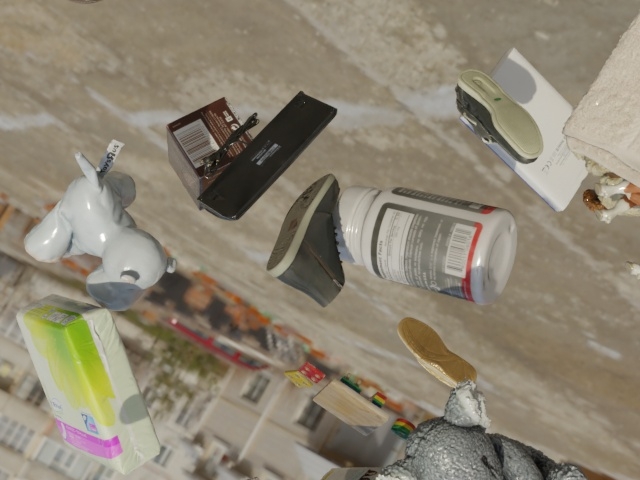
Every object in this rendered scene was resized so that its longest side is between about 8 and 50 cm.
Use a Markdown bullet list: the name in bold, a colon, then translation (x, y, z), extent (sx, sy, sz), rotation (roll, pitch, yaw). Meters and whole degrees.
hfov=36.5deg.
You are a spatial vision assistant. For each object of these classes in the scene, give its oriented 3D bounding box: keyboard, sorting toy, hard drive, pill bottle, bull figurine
- **keyboard**: translation (-0.125, -0.177, 1.943), extent (0.201, 0.317, 0.033), rotation (32, 163, 41)
- **sorting toy**: translation (0.060, 0.315, 1.935), extent (0.274, 0.046, 0.132), rotation (34, 150, -1)
- **hard drive**: translation (0.481, -0.247, 2.180), extent (0.318, 0.210, 0.040), rotation (41, 162, -15)
- **pill bottle**: translation (0.169, -0.001, 1.624), extent (0.283, 0.161, 0.161), rotation (14, 162, 29)
- **bull figurine**: translation (0.568, -0.056, 1.619), extent (0.101, 0.188, 0.310), rotation (81, 164, -69)

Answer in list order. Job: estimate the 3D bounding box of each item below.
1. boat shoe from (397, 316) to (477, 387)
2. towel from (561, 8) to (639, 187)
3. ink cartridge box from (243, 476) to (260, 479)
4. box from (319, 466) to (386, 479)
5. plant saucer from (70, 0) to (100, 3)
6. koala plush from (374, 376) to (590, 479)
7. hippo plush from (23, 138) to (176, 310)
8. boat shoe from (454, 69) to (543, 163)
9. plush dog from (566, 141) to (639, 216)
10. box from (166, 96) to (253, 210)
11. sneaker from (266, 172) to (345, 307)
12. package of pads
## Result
- **boat shoe**: translation (0.200, 0.208, 1.738), extent (0.170, 0.063, 0.059), rotation (43, 155, 4)
- **towel**: translation (0.435, -0.197, 1.173), extent (0.187, 0.282, 0.049), rotation (36, -168, 31)
- **ink cartridge box**: translation (-0.135, 0.643, 2.089), extent (0.237, 0.100, 0.172), rotation (72, 180, -50)
- **box**: translation (0.093, 0.457, 1.744), extent (0.244, 0.100, 0.060), rotation (-12, 102, 41)
- **plant saucer**: translation (-0.471, -0.495, 1.802), extent (0.168, 0.029, 0.168), rotation (30, -147, -23)
- **koala plush**: translation (0.178, 0.285, 1.173), extent (0.221, 0.196, 0.203), rotation (41, -178, -31)
- **hippo plush**: translation (-0.372, -0.008, 1.817), extent (0.236, 0.294, 0.234), rotation (46, -150, 6)
- **boat shoe**: translation (0.313, -0.207, 1.719), extent (0.233, 0.084, 0.079), rotation (57, 147, 37)
- **plush dog**: translation (0.650, -0.161, 2.050), extent (0.262, 0.226, 0.210), rotation (-15, -174, 30)
- **box**: translation (-0.267, -0.212, 2.396), extent (0.168, 0.167, 0.203), rotation (56, 163, 14)
- **sneaker**: translation (0.000, 0.000, 1.587), extent (0.118, 0.222, 0.083), rotation (40, 145, -20)
- **package of pads**: translation (-0.415, 0.247, 1.726), extent (0.229, 0.101, 0.297), rotation (7, 118, 51)
